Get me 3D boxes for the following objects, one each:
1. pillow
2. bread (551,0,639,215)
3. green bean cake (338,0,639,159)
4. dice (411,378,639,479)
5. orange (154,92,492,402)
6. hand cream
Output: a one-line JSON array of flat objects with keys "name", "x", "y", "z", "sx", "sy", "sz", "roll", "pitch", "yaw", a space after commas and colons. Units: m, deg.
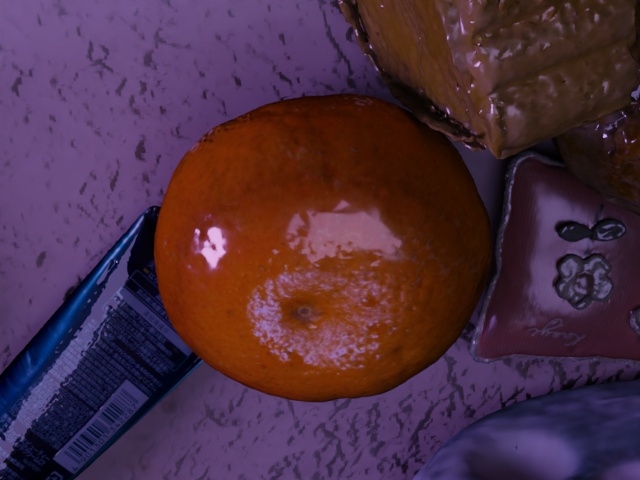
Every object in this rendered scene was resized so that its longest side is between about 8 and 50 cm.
[{"name": "pillow", "x": 0.210, "y": 0.021, "z": 1.088, "sx": 0.179, "sy": 0.075, "sz": 0.171, "roll": 4, "pitch": 109, "yaw": -15}, {"name": "bread", "x": 0.261, "y": -0.125, "z": 0.994, "sx": 0.230, "sy": 0.123, "sz": 0.230, "roll": -2, "pitch": 96, "yaw": -16}, {"name": "green bean cake", "x": 0.093, "y": -0.185, "z": 0.888, "sx": 0.131, "sy": 0.230, "sz": 0.224, "roll": -21, "pitch": 119, "yaw": -12}, {"name": "dice", "x": 0.241, "y": 0.319, "z": 1.083, "sx": 0.348, "sy": 0.328, "sz": 0.330, "roll": -11, "pitch": 114, "yaw": -10}, {"name": "orange", "x": 0.000, "y": 0.000, "z": 0.970, "sx": 0.224, "sy": 0.170, "sz": 0.224, "roll": -1, "pitch": 123, "yaw": -1}, {"name": "hand cream", "x": -0.173, "y": 0.106, "z": 1.041, "sx": 0.270, "sy": 0.061, "sz": 0.120, "roll": -45, "pitch": 117, "yaw": 1}]
